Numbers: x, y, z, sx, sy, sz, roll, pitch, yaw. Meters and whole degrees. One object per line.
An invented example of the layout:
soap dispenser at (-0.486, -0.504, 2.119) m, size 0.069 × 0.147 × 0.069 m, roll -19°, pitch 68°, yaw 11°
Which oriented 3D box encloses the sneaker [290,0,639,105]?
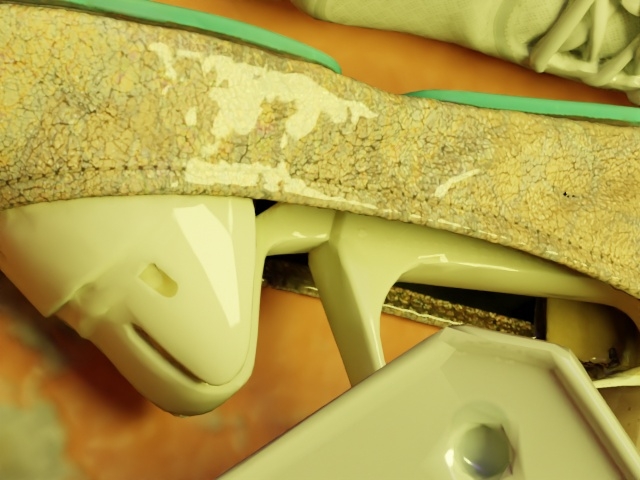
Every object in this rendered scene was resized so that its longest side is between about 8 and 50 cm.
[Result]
sneaker at (0.124, -0.085, 0.647) m, size 0.292 × 0.110 × 0.118 m, roll -3°, pitch 68°, yaw -23°

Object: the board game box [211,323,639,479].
board game box at (-0.017, 0.275, 0.347) m, size 0.390 × 0.050 × 0.390 m, roll -34°, pitch 84°, yaw 9°

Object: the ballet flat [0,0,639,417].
ballet flat at (0.000, 0.000, 0.568) m, size 0.316 × 0.107 × 0.106 m, roll 8°, pitch 74°, yaw -19°

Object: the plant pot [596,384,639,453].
plant pot at (0.038, 0.156, 0.483) m, size 0.110 × 0.237 × 0.237 m, roll -4°, pitch 66°, yaw 15°
